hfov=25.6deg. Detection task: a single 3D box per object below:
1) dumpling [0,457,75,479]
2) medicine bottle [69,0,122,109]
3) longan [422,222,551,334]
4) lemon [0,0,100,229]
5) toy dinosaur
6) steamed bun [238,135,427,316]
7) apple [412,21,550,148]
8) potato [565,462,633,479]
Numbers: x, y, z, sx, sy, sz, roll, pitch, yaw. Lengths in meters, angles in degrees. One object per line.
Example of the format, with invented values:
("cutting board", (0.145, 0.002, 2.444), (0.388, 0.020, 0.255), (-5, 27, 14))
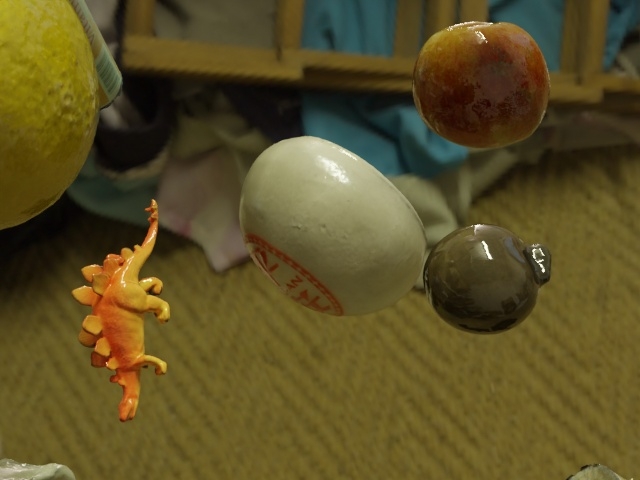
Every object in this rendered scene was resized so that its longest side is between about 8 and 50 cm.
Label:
("dumpling", (-0.461, 0.386, 1.753), (0.318, 0.242, 0.187), (-3, 24, -11))
("medicine bottle", (-0.361, -0.318, 1.806), (0.108, 0.426, 0.108), (-5, 59, 8))
("longan", (0.152, 0.033, 1.262), (0.119, 0.106, 0.106), (-15, 45, -5))
("lemon", (-0.395, -0.164, 1.471), (0.348, 0.348, 0.348), (-9, 46, 9))
("toy dinosaur", (-0.249, 0.080, 1.744), (0.117, 0.070, 0.288), (8, 75, -29))
("steamed bun", (0.000, 0.000, 1.596), (0.232, 0.232, 0.145), (25, 65, 34))
("apple", (0.225, -0.215, 1.947), (0.195, 0.173, 0.160), (-8, 15, -8))
("potato", (0.283, 0.332, 1.393), (0.117, 0.202, 0.182), (24, 17, -18))
